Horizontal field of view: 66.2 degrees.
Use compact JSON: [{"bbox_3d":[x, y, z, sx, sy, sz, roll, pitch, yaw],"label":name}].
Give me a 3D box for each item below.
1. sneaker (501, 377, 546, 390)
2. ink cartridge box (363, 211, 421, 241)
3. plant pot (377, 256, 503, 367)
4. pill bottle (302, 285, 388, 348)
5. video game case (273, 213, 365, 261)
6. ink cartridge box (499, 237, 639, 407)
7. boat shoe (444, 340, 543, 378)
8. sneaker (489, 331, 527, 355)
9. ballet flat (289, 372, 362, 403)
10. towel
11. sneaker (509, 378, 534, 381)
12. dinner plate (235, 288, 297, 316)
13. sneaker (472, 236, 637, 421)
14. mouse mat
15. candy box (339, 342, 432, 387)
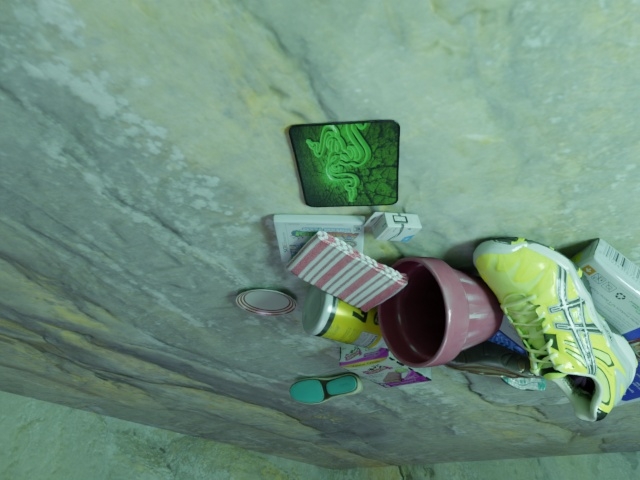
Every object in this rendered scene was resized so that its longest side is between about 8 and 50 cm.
[{"bbox_3d":[0.590,0.422,1.466,0.166,0.065,0.076,20,148,-22],"label":"sneaker"},{"bbox_3d":[0.119,-0.022,0.819,0.083,0.028,0.048,2,150,-24],"label":"ink cartridge box"},{"bbox_3d":[0.237,0.133,0.935,0.180,0.202,0.201,3,151,-29],"label":"plant pot"},{"bbox_3d":[0.076,0.162,1.046,0.208,0.119,0.119,17,145,-22],"label":"pill bottle"},{"bbox_3d":[0.000,0.000,0.889,0.157,0.019,0.143,1,148,3],"label":"video game case"},{"bbox_3d":[0.543,0.179,0.949,0.303,0.072,0.307,39,148,5],"label":"ink cartridge box"},{"bbox_3d":[0.436,0.280,1.214,0.324,0.123,0.116,9,152,8],"label":"boat shoe"},{"bbox_3d":[0.441,0.219,1.136,0.209,0.082,0.069,3,143,3],"label":"sneaker"},{"bbox_3d":[0.023,0.482,1.600,0.248,0.086,0.086,-12,145,21],"label":"ballet flat"},{"bbox_3d":[0.046,0.060,0.914,0.197,0.029,0.144,29,141,-13],"label":"towel"},{"bbox_3d":[0.527,0.360,1.374,0.152,0.061,0.054,0,149,7],"label":"sneaker"},{"bbox_3d":[-0.122,0.139,1.121,0.141,0.017,0.141,2,147,1],"label":"dinner plate"},{"bbox_3d":[0.411,0.152,0.864,0.385,0.147,0.145,45,145,-4],"label":"sneaker"},{"bbox_3d":[0.041,-0.106,0.731,0.152,0.007,0.190,-1,146,7],"label":"mouse mat"},{"bbox_3d":[0.183,0.336,1.354,0.159,0.071,0.233,-21,140,34],"label":"candy box"}]
